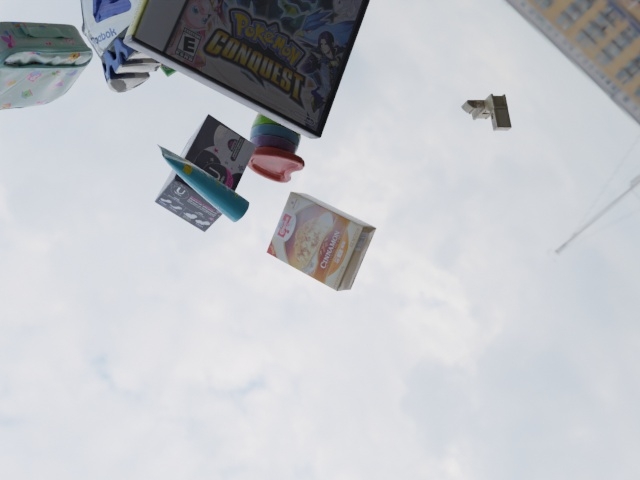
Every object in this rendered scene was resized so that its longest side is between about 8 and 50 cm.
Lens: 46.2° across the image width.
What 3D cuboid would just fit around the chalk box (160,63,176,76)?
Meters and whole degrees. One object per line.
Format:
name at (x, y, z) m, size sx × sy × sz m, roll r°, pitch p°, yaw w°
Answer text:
chalk box at (-0.322, -0.457, 1.616) m, size 0.132 × 0.132 × 0.213 m, roll 61°, pitch -178°, yaw 35°

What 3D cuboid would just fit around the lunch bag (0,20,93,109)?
lunch bag at (-0.665, -0.395, 1.692) m, size 0.108 × 0.224 × 0.279 m, roll 57°, pitch -148°, yaw 3°

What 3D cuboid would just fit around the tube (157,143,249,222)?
tube at (-0.231, -0.113, 1.453) m, size 0.207 × 0.052 × 0.080 m, roll 38°, pitch 180°, yaw -27°

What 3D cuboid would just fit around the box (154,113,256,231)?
box at (-0.297, -0.178, 1.979) m, size 0.163 × 0.142 × 0.247 m, roll 32°, pitch -128°, yaw -16°

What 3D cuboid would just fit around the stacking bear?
stacking bear at (-0.122, -0.347, 2.256) m, size 0.164 × 0.175 × 0.289 m, roll 17°, pitch -112°, yaw -19°

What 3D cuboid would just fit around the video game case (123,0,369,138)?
video game case at (-0.072, -0.295, 0.931) m, size 0.275 × 0.248 × 0.035 m, roll 23°, pitch 173°, yaw -31°

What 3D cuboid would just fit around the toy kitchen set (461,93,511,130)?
toy kitchen set at (0.326, -0.243, 1.501) m, size 0.068 × 0.083 × 0.075 m, roll -2°, pitch -106°, yaw -17°

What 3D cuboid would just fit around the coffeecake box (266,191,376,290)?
coffeecake box at (0.000, 0.000, 1.542) m, size 0.185 × 0.142 × 0.068 m, roll 27°, pitch -168°, yaw 27°

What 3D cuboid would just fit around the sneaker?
sneaker at (-0.295, -0.409, 1.212) m, size 0.182 × 0.315 × 0.127 m, roll 51°, pitch -154°, yaw 5°
